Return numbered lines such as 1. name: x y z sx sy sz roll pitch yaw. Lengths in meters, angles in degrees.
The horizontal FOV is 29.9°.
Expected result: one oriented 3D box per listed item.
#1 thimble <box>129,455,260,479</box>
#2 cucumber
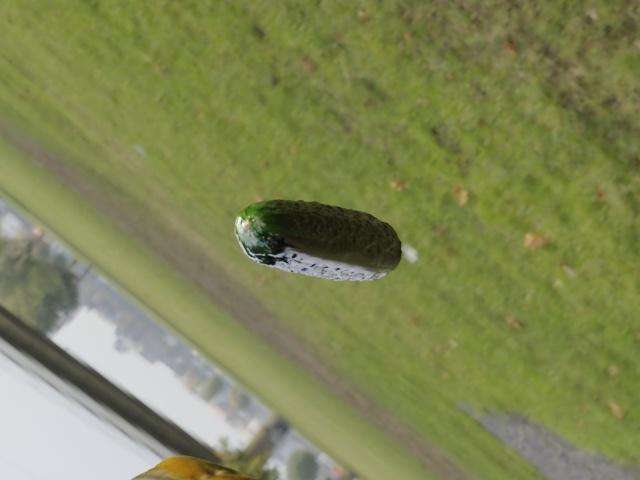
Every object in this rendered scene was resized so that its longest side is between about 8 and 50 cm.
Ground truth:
1. thimble: -0.047 0.185 0.550 0.118 0.151 0.127 17 167 35
2. cucumber: -0.001 0.000 1.138 0.074 0.074 0.241 34 -168 27
